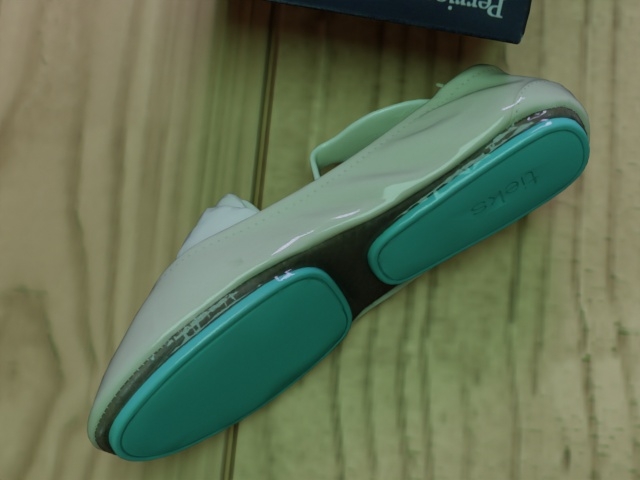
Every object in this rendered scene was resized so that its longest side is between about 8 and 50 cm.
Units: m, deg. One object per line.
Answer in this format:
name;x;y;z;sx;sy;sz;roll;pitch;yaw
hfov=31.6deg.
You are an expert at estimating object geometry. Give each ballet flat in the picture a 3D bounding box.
ballet flat;0.000;0.000;0.488;0.248;0.086;0.086;-32;77;-8

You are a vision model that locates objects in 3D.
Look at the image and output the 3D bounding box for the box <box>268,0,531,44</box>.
box;0.031;-0.202;0.463;0.153;0.108;0.207;9;119;4
